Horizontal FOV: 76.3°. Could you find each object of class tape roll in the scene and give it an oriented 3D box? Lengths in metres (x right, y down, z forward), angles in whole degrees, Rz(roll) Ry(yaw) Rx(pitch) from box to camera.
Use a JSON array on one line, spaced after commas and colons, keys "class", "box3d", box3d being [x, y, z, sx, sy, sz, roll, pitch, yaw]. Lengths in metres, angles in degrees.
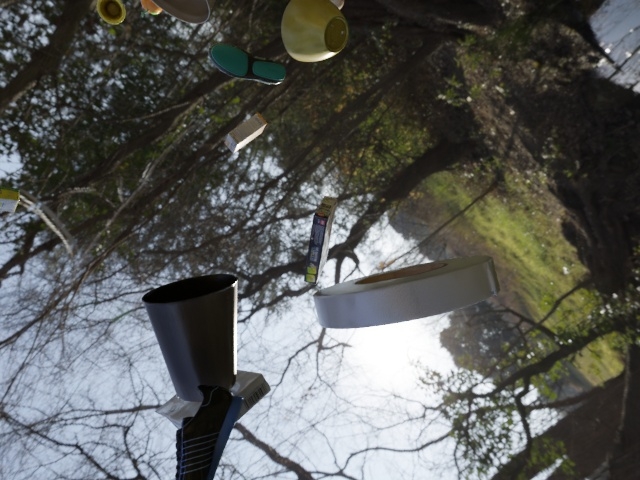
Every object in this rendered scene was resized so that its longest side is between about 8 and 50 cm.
[{"class": "tape roll", "box3d": [0.178, 0.106, 0.883, 0.392, 0.393, 0.071, -6, -98, -69]}]

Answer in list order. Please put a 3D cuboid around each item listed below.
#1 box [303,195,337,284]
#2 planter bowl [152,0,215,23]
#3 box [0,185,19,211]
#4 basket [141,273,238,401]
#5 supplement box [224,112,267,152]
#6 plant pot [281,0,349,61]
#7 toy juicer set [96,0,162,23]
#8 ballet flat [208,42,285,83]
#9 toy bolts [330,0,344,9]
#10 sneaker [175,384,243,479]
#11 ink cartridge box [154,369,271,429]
[{"class": "box", "box3d": [0.000, 0.000, 1.059, 0.036, 0.206, 0.114, 15, -146, 8]}, {"class": "planter bowl", "box3d": [-0.260, -0.514, 0.768, 0.162, 0.109, 0.162, 23, 168, 5]}, {"class": "box", "box3d": [-0.972, -0.125, 1.157, 0.179, 0.105, 0.043, 3, -109, -43]}, {"class": "basket", "box3d": [-0.258, 0.206, 0.864, 0.154, 0.226, 0.205, 5, -166, 39]}, {"class": "supplement box", "box3d": [-0.185, -0.265, 1.006, 0.036, 0.098, 0.062, 50, 160, -7]}, {"class": "plant pot", "box3d": [0.002, -0.430, 0.837, 0.095, 0.134, 0.134, 37, -171, 37]}, {"class": "toy juicer set", "box3d": [-0.507, -0.751, 1.053, 0.089, 0.210, 0.328, -121, 23, -55]}, {"class": "ballet flat", "box3d": [-0.175, -0.407, 0.956, 0.189, 0.070, 0.070, 8, -144, -32]}, {"class": "toy bolts", "box3d": [0.072, -0.756, 1.122, 0.218, 0.229, 0.158, 17, -118, -44]}, {"class": "sneaker", "box3d": [-0.215, 0.366, 0.696, 0.091, 0.081, 0.232, 22, -125, -4]}, {"class": "ink cartridge box", "box3d": [-0.257, 0.381, 0.967, 0.189, 0.233, 0.066, -34, -78, -41]}]
